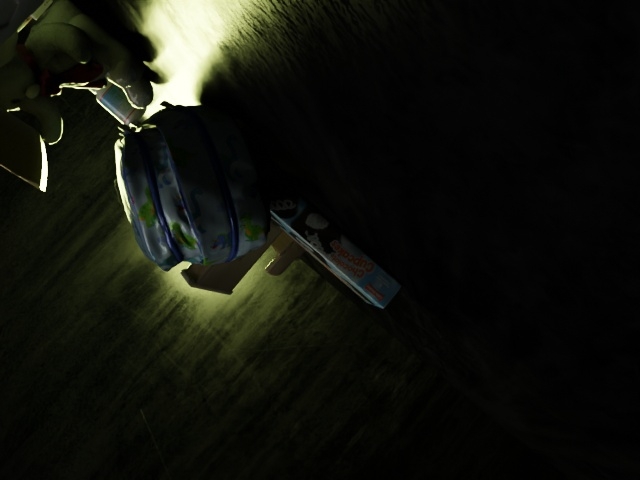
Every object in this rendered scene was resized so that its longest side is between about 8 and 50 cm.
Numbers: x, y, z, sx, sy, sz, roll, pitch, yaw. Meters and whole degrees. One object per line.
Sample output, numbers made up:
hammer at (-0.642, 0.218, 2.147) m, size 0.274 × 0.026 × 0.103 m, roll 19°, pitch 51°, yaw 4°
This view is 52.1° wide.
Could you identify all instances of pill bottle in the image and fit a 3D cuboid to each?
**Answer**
pill bottle at (-0.595, -0.414, 1.918) m, size 0.160 × 0.087 × 0.087 m, roll 42°, pitch 175°, yaw -7°

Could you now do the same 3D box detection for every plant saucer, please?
plant saucer at (-0.594, -0.209, 1.094) m, size 0.333 × 0.081 × 0.333 m, roll 35°, pitch 171°, yaw -20°

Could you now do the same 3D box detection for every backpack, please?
backpack at (-0.204, -0.079, 1.039) m, size 0.355 × 0.273 × 0.290 m, roll 10°, pitch 112°, yaw 53°

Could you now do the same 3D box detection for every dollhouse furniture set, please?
dollhouse furniture set at (-0.229, -0.055, 1.456) m, size 0.303 × 0.198 × 0.286 m, roll 48°, pitch -167°, yaw 29°

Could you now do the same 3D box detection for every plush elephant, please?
plush elephant at (-0.510, -0.312, 1.220) m, size 0.330 × 0.255 × 0.272 m, roll 42°, pitch 175°, yaw -14°

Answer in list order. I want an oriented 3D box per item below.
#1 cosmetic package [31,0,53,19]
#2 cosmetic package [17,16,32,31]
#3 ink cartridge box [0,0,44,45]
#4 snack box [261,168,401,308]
cosmetic package at (-0.666, -0.554, 1.401) m, size 0.239 × 0.060 × 0.099 m, roll 36°, pitch 175°, yaw 40°
cosmetic package at (-0.877, -0.660, 1.667) m, size 0.153 × 0.129 × 0.296 m, roll 41°, pitch 176°, yaw 9°
ink cartridge box at (-0.583, -0.425, 0.984) m, size 0.307 × 0.223 × 0.129 m, roll 38°, pitch 174°, yaw 21°
snack box at (0.000, 0.000, 1.242) m, size 0.322 × 0.060 × 0.187 m, roll 41°, pitch 176°, yaw -2°
